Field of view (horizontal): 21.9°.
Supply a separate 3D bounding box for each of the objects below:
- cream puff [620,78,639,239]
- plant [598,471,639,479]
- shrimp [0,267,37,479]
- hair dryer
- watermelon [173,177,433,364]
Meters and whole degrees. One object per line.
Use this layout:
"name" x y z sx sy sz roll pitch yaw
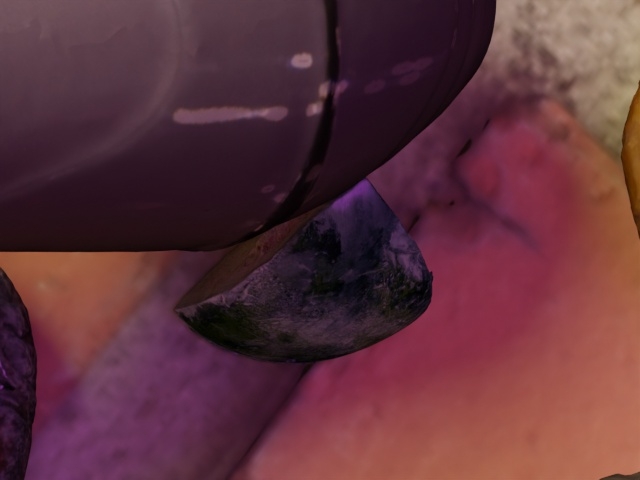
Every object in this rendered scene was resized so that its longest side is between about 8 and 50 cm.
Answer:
"cream puff" 0.185 -0.025 0.556 0.165 0.115 0.150 -6 81 -21
"plant" 0.088 0.190 0.450 0.164 0.142 0.256 -27 126 -55
"shrimp" -0.121 0.078 0.466 0.065 0.056 0.165 31 62 -28
"hair dryer" -0.093 -0.166 0.384 0.301 0.121 0.361 -14 99 -45
"watermelon" 0.000 0.000 0.522 0.085 0.085 0.061 0 47 -19
